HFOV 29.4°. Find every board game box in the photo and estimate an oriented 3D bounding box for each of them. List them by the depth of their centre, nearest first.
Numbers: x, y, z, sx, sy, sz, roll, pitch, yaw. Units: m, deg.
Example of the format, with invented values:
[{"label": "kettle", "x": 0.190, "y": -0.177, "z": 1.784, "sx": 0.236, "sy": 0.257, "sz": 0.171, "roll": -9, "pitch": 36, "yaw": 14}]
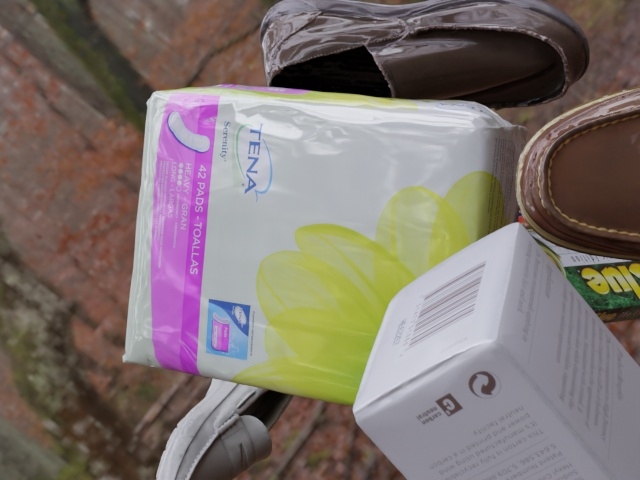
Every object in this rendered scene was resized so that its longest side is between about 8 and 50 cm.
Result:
[{"label": "board game box", "x": 0.241, "y": 0.014, "z": 1.097, "sx": 0.259, "sy": 0.136, "sz": 0.030, "roll": -3, "pitch": -36, "yaw": -40}]

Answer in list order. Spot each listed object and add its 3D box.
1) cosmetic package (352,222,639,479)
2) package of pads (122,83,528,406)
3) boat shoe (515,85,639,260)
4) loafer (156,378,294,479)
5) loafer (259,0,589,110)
[{"label": "cosmetic package", "x": 0.126, "y": 0.116, "z": 0.578, "sx": 0.085, "sy": 0.231, "sz": 0.117, "roll": -33, "pitch": 14, "yaw": 28}, {"label": "package of pads", "x": 0.000, "y": 0.000, "z": 0.925, "sx": 0.101, "sy": 0.296, "sz": 0.229, "roll": -3, "pitch": -80, "yaw": -65}, {"label": "boat shoe", "x": 0.156, "y": -0.025, "z": 0.402, "sx": 0.060, "sy": 0.177, "sz": 0.064, "roll": 149, "pitch": 120, "yaw": -89}, {"label": "loafer", "x": -0.120, "y": 0.261, "z": 1.617, "sx": 0.319, "sy": 0.111, "sz": 0.112, "roll": -59, "pitch": -27, "yaw": -46}, {"label": "loafer", "x": 0.104, "y": -0.180, "z": 1.321, "sx": 0.134, "sy": 0.365, "sz": 0.130, "roll": 76, "pitch": -159, "yaw": -45}]
